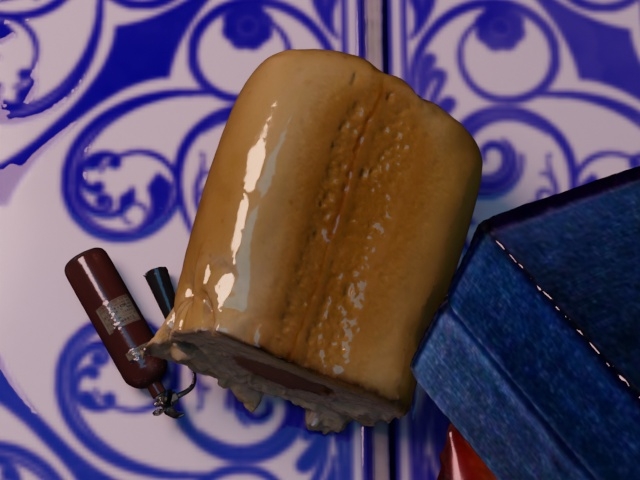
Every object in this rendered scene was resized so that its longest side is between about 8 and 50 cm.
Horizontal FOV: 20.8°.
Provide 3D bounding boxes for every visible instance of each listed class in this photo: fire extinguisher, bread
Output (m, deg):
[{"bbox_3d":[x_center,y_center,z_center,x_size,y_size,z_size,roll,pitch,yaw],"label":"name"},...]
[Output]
[{"bbox_3d":[-0.088,0.046,0.885,0.046,0.032,0.100,-21,74,-42],"label":"fire extinguisher"},{"bbox_3d":[0.000,0.000,0.862,0.134,0.085,0.173,24,75,-15],"label":"bread"}]

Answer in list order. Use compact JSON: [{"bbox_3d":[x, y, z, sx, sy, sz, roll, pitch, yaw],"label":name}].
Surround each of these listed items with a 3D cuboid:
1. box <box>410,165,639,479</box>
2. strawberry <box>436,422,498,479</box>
[{"bbox_3d":[0.227,0.086,0.754,0.261,0.116,0.279,-18,57,-34],"label":"box"},{"bbox_3d":[0.124,0.192,0.819,0.228,0.098,0.174,44,94,20],"label":"strawberry"}]
